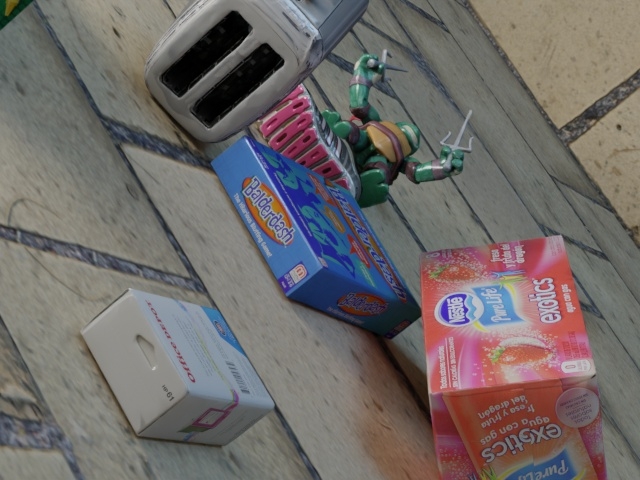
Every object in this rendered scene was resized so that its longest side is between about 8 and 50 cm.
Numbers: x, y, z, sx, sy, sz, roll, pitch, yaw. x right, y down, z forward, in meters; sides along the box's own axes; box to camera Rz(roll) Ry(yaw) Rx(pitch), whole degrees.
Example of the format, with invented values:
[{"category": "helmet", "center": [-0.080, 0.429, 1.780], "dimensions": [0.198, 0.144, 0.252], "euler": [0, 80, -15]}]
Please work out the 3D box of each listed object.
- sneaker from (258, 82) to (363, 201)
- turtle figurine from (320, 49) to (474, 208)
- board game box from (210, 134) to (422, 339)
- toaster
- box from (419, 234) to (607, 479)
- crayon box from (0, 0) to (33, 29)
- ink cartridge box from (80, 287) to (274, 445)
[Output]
[{"category": "sneaker", "center": [-0.008, -0.099, 1.931], "dimensions": [0.170, 0.063, 0.075], "euler": [60, 17, 12]}, {"category": "turtle figurine", "center": [0.077, -0.112, 2.095], "dimensions": [0.175, 0.118, 0.234], "euler": [39, 29, 11]}, {"category": "board game box", "center": [0.000, 0.000, 1.754], "dimensions": [0.210, 0.047, 0.160], "euler": [26, 29, -59]}, {"category": "toaster", "center": [-0.068, -0.186, 1.726], "dimensions": [0.129, 0.227, 0.146], "euler": [47, 33, -10]}, {"category": "box", "center": [0.169, 0.126, 1.677], "dimensions": [0.300, 0.142, 0.154], "euler": [-87, 169, -67]}, {"category": "crayon box", "center": [-0.309, -0.295, 1.490], "dimensions": [0.165, 0.081, 0.278], "euler": [41, 19, -34]}, {"category": "ink cartridge box", "center": [-0.097, 0.088, 1.280], "dimensions": [0.088, 0.052, 0.122], "euler": [58, 16, 23]}]
